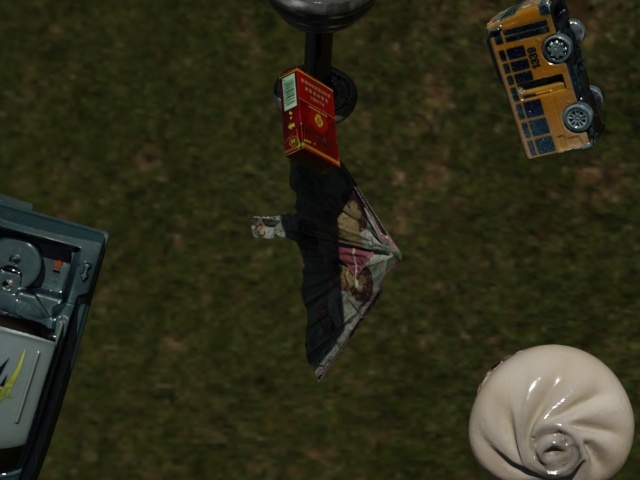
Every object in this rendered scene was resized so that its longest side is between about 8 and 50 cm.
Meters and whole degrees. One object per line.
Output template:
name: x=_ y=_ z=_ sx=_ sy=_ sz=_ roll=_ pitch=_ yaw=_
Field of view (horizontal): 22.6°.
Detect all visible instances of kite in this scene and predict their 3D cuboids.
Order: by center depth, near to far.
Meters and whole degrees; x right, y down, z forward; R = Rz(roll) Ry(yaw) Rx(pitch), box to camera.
kite: x=0.000 y=0.000 z=1.619 sx=0.268 sy=0.013 sz=0.323 roll=15 pitch=114 yaw=55

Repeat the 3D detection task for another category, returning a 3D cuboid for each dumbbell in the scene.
dumbbell: x=-0.003 y=-0.172 z=1.429 sx=0.110 sy=0.110 sz=0.254 roll=57 pitch=157 yaw=35

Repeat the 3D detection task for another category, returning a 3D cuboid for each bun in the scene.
bun: x=0.240 y=0.197 z=1.646 sx=0.120 sy=0.173 sz=0.173 roll=-86 pitch=15 yaw=-78

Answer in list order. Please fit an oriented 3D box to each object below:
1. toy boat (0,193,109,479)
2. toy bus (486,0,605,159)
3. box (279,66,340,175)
toy boat: x=-0.113 y=0.055 z=0.515 sx=0.060 sy=0.055 sz=0.141 roll=-125 pitch=53 yaw=-73
toy bus: x=0.261 y=-0.195 z=1.864 sx=0.103 sy=0.091 sz=0.182 roll=-12 pitch=107 yaw=26
box: x=-0.010 y=-0.103 z=1.385 sx=0.023 sy=0.051 sz=0.082 roll=-25 pitch=57 yaw=33
